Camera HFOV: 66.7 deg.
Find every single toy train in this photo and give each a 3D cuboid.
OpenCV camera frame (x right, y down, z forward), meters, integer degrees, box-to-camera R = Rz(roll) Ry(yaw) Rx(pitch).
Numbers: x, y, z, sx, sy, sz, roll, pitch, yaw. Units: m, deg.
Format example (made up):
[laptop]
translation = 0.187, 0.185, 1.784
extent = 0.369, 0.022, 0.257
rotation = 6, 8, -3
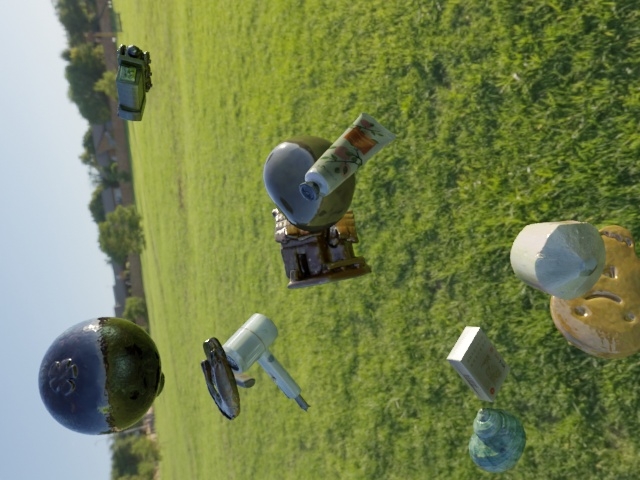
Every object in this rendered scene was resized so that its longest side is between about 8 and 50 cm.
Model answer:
[toy train]
translation = -0.539, -0.452, 1.393
extent = 0.225, 0.090, 0.137
rotation = 135, 144, -67

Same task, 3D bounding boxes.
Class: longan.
[longan]
translation = -0.019, -0.124, 1.067
extent = 0.196, 0.197, 0.220
rotation = 34, 150, 63

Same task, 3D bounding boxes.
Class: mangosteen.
[mangosteen]
translation = -0.507, 0.319, 1.157
extent = 0.288, 0.288, 0.287
rotation = 170, 90, -70

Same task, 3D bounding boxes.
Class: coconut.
[coconut]
translation = 0.447, 0.034, 0.906
extent = 0.153, 0.147, 0.146
rotation = -147, 49, -80

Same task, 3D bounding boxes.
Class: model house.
[model house]
translation = 0.001, 0.002, 1.232
extent = 0.219, 0.200, 0.229
rotation = 17, -124, -82

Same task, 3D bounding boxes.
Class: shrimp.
[shrimp]
translation = -0.298, 0.403, 1.413
extent = 0.173, 0.058, 0.253
rotation = -16, 94, 53

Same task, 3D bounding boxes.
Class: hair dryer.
[hair dryer]
translation = -0.144, 0.414, 1.514
extent = 0.357, 0.173, 0.108
rotation = 52, 142, -9

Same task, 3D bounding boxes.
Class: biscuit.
[biscuit]
translation = 0.646, 0.101, 1.130
extent = 0.052, 0.276, 0.354
rotation = 78, -155, -52

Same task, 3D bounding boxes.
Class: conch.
[conch]
translation = 0.510, 0.582, 1.423
extent = 0.176, 0.122, 0.188
rotation = -19, 73, 34

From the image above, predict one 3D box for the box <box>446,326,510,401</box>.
[box]
translation = 0.494, 0.384, 1.511
extent = 0.201, 0.141, 0.058
rotation = 49, 153, -19

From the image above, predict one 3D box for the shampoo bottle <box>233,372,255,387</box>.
[shampoo bottle]
translation = -0.322, 0.495, 1.779
extent = 0.165, 0.080, 0.040
rotation = 15, 89, 26

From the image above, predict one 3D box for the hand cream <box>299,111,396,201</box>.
[hand cream]
translation = 0.047, -0.148, 0.854
extent = 0.080, 0.234, 0.050
rotation = 40, 147, 4
